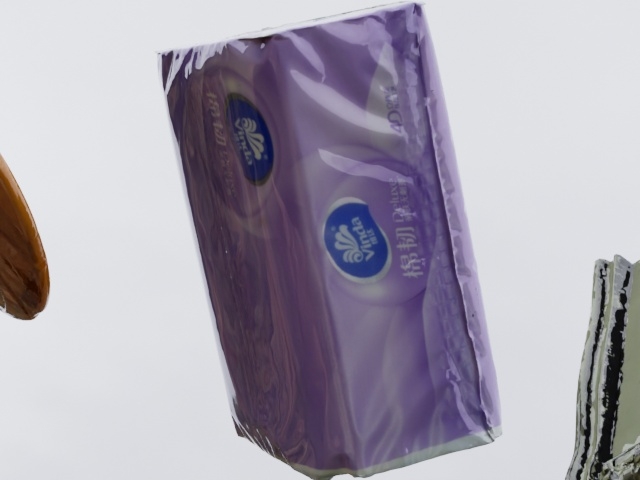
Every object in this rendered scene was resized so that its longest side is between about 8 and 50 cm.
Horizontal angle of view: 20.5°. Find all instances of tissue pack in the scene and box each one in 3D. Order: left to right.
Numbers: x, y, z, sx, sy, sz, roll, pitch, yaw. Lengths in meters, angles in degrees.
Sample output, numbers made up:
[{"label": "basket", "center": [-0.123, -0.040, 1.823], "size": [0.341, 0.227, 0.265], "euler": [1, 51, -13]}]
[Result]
[{"label": "tissue pack", "center": [0.000, 0.000, 1.355], "size": [0.160, 0.338, 0.242], "euler": [-13, 6, -23]}]

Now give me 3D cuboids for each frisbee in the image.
[{"label": "frisbee", "center": [-0.242, -0.027, 1.151], "size": [0.192, 0.035, 0.192], "euler": [40, -31, 30]}]

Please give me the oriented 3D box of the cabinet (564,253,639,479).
[{"label": "cabinet", "center": [0.353, 0.093, 0.979], "size": [0.290, 0.227, 0.318], "euler": [41, -54, -17]}]
